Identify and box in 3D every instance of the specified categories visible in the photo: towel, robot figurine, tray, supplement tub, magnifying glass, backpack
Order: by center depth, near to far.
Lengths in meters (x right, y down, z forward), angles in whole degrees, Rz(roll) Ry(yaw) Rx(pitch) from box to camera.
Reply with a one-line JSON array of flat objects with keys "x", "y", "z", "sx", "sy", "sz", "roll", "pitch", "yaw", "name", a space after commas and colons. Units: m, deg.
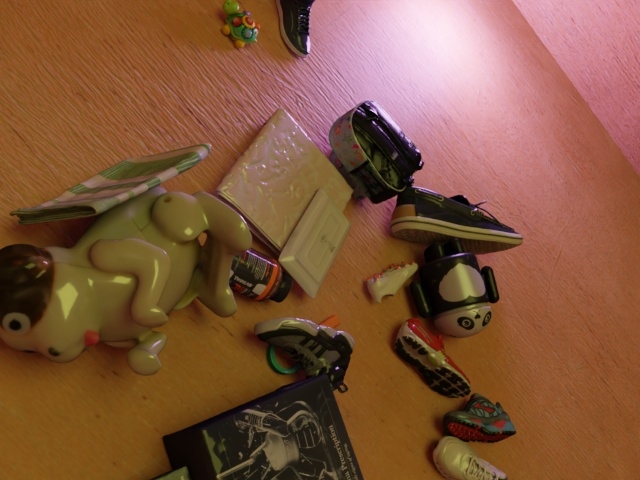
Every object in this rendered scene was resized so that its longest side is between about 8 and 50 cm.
[{"x": -0.387, "y": -0.112, "z": 1.167, "sx": 0.325, "sy": 0.248, "sz": 0.038, "roll": -41, "pitch": 121, "yaw": -51, "name": "towel"}, {"x": -0.161, "y": 0.072, "z": 1.379, "sx": 0.198, "sy": 0.106, "sz": 0.106, "roll": 28, "pitch": 56, "yaw": -25, "name": "supplement tub"}, {"x": -0.036, "y": 0.241, "z": 1.461, "sx": 0.231, "sy": 0.026, "sz": 0.092, "roll": -28, "pitch": 90, "yaw": -43, "name": "magnifying glass"}, {"x": 0.000, "y": 0.000, "z": 1.514, "sx": 0.145, "sy": 0.030, "sz": 0.270, "roll": 51, "pitch": 47, "yaw": -26, "name": "tray"}, {"x": -0.079, "y": -0.123, "z": 1.546, "sx": 0.317, "sy": 0.053, "sz": 0.331, "roll": 47, "pitch": 50, "yaw": -23, "name": "towel"}, {"x": 0.138, "y": -0.252, "z": 1.700, "sx": 0.253, "sy": 0.191, "sz": 0.225, "roll": 53, "pitch": 45, "yaw": -17, "name": "backpack"}, {"x": 0.382, "y": 0.137, "z": 1.734, "sx": 0.174, "sy": 0.209, "sz": 0.278, "roll": 13, "pitch": 61, "yaw": -61, "name": "robot figurine"}]

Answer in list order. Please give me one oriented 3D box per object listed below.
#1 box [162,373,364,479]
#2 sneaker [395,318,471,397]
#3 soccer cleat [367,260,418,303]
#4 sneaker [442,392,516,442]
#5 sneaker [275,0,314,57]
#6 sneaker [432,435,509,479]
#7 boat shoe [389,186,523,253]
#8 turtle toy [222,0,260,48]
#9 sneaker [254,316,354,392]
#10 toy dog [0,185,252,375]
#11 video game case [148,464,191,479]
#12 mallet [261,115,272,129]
[{"x": -0.091, "y": 0.487, "z": 1.206, "sx": 0.313, "sy": 0.179, "sz": 0.343, "roll": -14, "pitch": 80, "yaw": -40, "name": "box"}, {"x": 0.321, "y": 0.317, "z": 1.662, "sx": 0.279, "sy": 0.107, "sz": 0.118, "roll": 47, "pitch": 40, "yaw": -16, "name": "sneaker"}, {"x": 0.201, "y": 0.111, "z": 1.684, "sx": 0.196, "sy": 0.068, "sz": 0.076, "roll": -22, "pitch": 100, "yaw": -41, "name": "soccer cleat"}, {"x": 0.422, "y": 0.487, "z": 1.687, "sx": 0.262, "sy": 0.104, "sz": 0.125, "roll": 19, "pitch": 43, "yaw": -36, "name": "sneaker"}, {"x": -0.046, "y": -0.659, "z": 1.753, "sx": 0.086, "sy": 0.163, "sz": 0.226, "roll": -7, "pitch": 77, "yaw": -42, "name": "sneaker"}, {"x": 0.416, "y": 0.608, "z": 1.588, "sx": 0.292, "sy": 0.118, "sz": 0.110, "roll": 39, "pitch": 67, "yaw": -17, "name": "sneaker"}, {"x": 0.425, "y": -0.057, "z": 1.853, "sx": 0.500, "sy": 0.187, "sz": 0.156, "roll": 11, "pitch": 70, "yaw": -29, "name": "boat shoe"}, {"x": -0.217, "y": -0.589, "z": 1.649, "sx": 0.130, "sy": 0.066, "sz": 0.095, "roll": 46, "pitch": 50, "yaw": -14, "name": "turtle toy"}, {"x": -0.031, "y": 0.267, "z": 1.370, "sx": 0.269, "sy": 0.101, "sz": 0.153, "roll": 20, "pitch": 59, "yaw": -34, "name": "sneaker"}, {"x": -0.384, "y": 0.054, "z": 1.099, "sx": 0.395, "sy": 0.284, "sz": 0.408, "roll": 45, "pitch": 48, "yaw": 14, "name": "toy dog"}, {"x": -0.333, "y": 0.537, "z": 1.047, "sx": 0.274, "sy": 0.026, "sz": 0.196, "roll": -16, "pitch": 81, "yaw": -26, "name": "video game case"}, {"x": -0.085, "y": -0.246, "z": 1.629, "sx": 0.189, "sy": 0.039, "sz": 0.062, "roll": 52, "pitch": 49, "yaw": -14, "name": "mallet"}]
